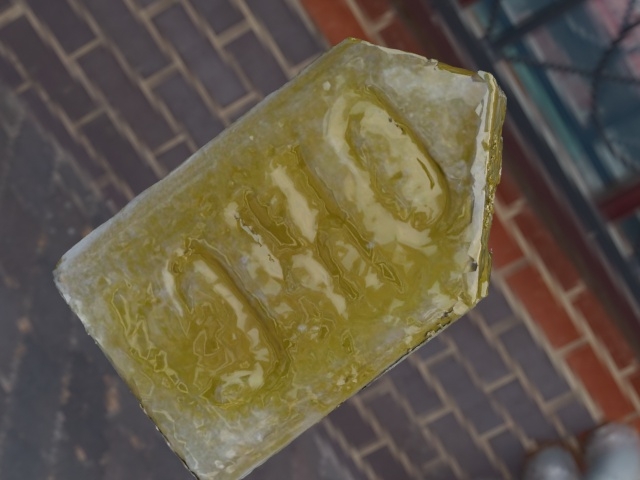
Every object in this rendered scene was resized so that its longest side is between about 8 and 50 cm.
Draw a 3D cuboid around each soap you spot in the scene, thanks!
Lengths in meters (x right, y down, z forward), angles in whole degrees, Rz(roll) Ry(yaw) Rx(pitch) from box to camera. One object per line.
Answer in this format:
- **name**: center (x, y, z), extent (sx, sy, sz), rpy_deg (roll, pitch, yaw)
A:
- **soap**: center (0.000, 0.000, 0.931), extent (0.160, 0.257, 0.080), rpy_deg (52, 8, 3)
